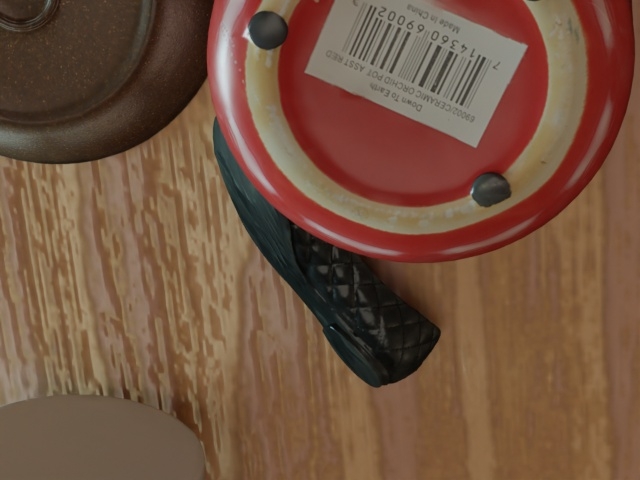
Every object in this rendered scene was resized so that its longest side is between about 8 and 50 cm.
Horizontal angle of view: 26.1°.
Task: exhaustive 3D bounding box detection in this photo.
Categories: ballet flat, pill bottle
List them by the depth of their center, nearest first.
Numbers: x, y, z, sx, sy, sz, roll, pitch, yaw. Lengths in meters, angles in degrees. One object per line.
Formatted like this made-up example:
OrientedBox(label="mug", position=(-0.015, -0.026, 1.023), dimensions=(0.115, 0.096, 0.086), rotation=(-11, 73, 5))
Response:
OrientedBox(label="ballet flat", position=(0.000, 0.000, 0.718), dimensions=(0.049, 0.057, 0.173), rotation=(-40, 107, -22))
OrientedBox(label="pill bottle", position=(-0.133, 0.239, 0.756), dimensions=(0.161, 0.161, 0.283), rotation=(6, 111, 5))

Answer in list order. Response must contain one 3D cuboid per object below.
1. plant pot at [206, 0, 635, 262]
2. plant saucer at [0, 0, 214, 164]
OrientedBox(label="plant pot", position=(0.043, -0.089, 0.605), dimensions=(0.191, 0.174, 0.191), rotation=(3, 113, 7))
OrientedBox(label="plant saucer", position=(-0.145, -0.127, 0.685), dimensions=(0.198, 0.036, 0.198), rotation=(3, 112, 6))
